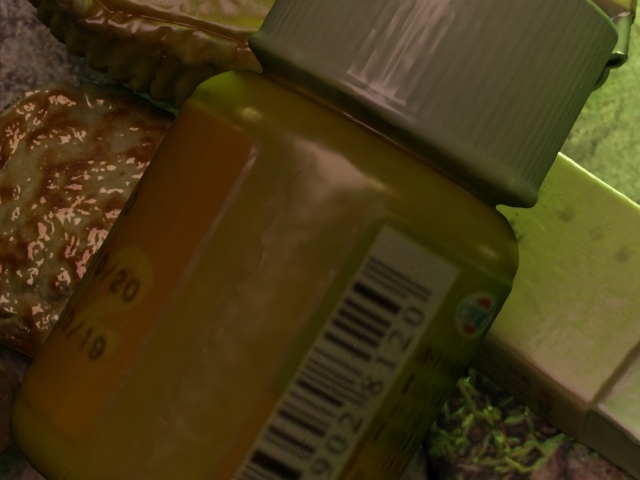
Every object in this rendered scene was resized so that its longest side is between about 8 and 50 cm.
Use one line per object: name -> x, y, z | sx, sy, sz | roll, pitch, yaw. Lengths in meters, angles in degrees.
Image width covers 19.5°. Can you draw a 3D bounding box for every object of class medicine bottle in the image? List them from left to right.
medicine bottle -> 0.000, 0.000, 1.096 | 0.224, 0.224, 0.384 | 30, 92, 17

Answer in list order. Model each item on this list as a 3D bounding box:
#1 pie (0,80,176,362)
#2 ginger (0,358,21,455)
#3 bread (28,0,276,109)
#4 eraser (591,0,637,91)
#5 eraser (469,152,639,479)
pie -> -0.154, -0.009, 1.254 | 0.179, 0.084, 0.205 | 12, 64, 9
ginger -> -0.288, 0.092, 1.210 | 0.137, 0.074, 0.213 | -44, 75, -11
bread -> -0.077, -0.198, 1.255 | 0.253, 0.142, 0.227 | 18, 79, -5
eraser -> 0.155, -0.249, 1.371 | 0.171, 0.087, 0.290 | 8, 61, 8
eraser -> 0.131, 0.014, 1.234 | 0.343, 0.078, 0.144 | 35, 70, 19
